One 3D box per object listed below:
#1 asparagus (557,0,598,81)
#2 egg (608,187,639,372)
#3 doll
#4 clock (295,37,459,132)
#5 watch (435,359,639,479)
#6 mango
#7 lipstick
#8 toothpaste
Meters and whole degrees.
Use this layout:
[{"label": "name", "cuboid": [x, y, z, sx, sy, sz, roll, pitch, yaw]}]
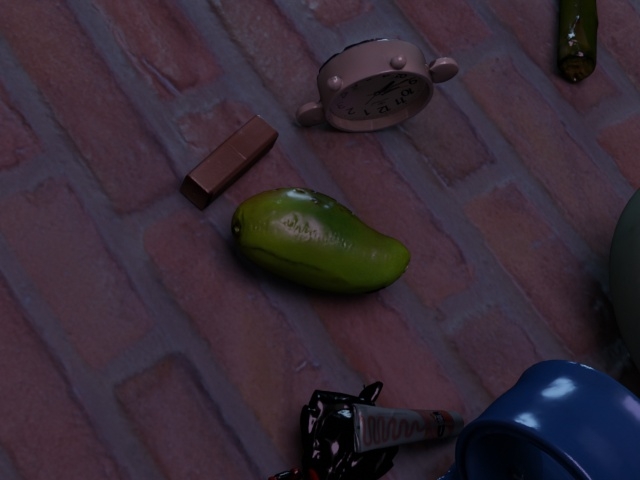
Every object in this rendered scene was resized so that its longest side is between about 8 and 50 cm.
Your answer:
[{"label": "asparagus", "cuboid": [0.399, -0.368, 2.119, 0.067, 0.060, 0.277, 9, 58, -4]}, {"label": "egg", "cuboid": [0.523, 0.080, 1.774, 0.276, 0.276, 0.389, -7, 67, -24]}, {"label": "doll", "cuboid": [0.011, 0.267, 1.588, 0.127, 0.088, 0.248, 51, 50, -38]}, {"label": "clock", "cuboid": [0.072, -0.211, 1.843, 0.229, 0.155, 0.063, -20, 64, 9]}, {"label": "watch", "cuboid": [0.294, 0.305, 1.558, 0.305, 0.274, 0.241, 44, 55, 13]}, {"label": "mango", "cuboid": [0.000, 0.000, 1.721, 0.233, 0.111, 0.125, 12, 64, -12]}, {"label": "lipstick", "cuboid": [-0.117, -0.102, 1.773, 0.045, 0.045, 0.145, 41, 56, 8]}, {"label": "toothpaste", "cuboid": [0.101, 0.220, 1.620, 0.205, 0.036, 0.056, 7, 72, -51]}]
